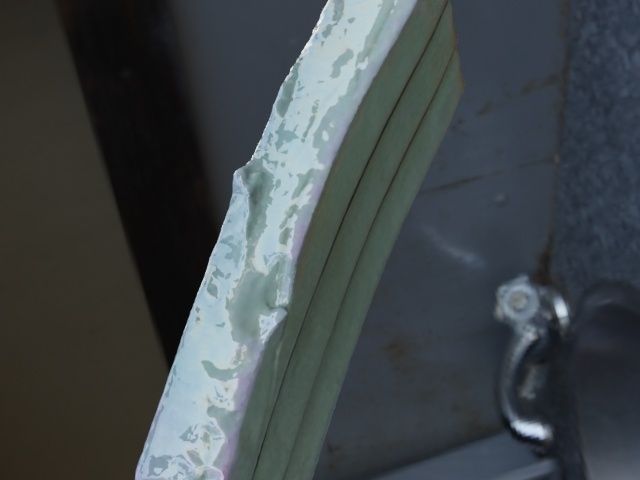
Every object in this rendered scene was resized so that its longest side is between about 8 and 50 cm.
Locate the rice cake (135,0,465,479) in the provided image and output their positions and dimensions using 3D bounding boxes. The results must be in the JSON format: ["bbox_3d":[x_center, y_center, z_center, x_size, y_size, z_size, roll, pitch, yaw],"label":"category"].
[{"bbox_3d":[0.000,0.000,0.490,0.127,0.043,0.237,60,-130,-66],"label":"rice cake"}]
